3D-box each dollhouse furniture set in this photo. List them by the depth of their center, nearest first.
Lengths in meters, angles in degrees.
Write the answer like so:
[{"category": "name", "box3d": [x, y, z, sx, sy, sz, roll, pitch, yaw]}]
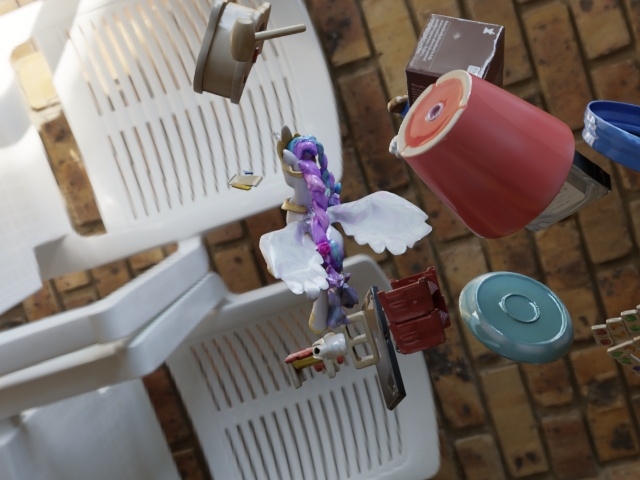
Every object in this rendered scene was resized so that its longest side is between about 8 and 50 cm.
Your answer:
[{"category": "dollhouse furniture set", "box3d": [0.106, 0.199, 1.765, 0.201, 0.374, 0.152, -23, 93, -78]}]

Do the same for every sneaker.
[{"category": "sneaker", "box3d": [0.010, 0.212, 1.504, 0.152, 0.061, 0.053, 126, -50, -75]}]

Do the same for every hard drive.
[{"category": "hard drive", "box3d": [0.482, -0.156, 1.784, 0.339, 0.237, 0.064, 29, 50, -25]}]

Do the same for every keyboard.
[{"category": "keyboard", "box3d": [0.173, 0.260, 1.964, 0.201, 0.033, 0.317, 110, -28, -55]}]

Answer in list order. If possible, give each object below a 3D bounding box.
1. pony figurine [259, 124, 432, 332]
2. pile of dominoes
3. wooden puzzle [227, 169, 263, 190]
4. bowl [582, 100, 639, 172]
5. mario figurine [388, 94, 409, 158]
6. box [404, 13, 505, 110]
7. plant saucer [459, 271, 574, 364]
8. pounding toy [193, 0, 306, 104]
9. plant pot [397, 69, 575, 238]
[{"category": "pony figurine", "box3d": [0.000, 0.000, 1.434, 0.351, 0.303, 0.363, 51, -27, 39]}, {"category": "pile of dominoes", "box3d": [0.613, 0.174, 1.319, 0.196, 0.251, 0.040, 32, 47, -20]}, {"category": "wooden puzzle", "box3d": [-0.183, -0.144, 1.846, 0.116, 0.079, 0.014, -52, 148, -60]}, {"category": "bowl", "box3d": [0.789, -0.217, 1.734, 0.391, 0.392, 0.077, -80, -176, -64]}, {"category": "mario figurine", "box3d": [0.298, -0.252, 1.942, 0.320, 0.170, 0.198, 59, -23, 8]}, {"category": "box", "box3d": [0.294, -0.347, 1.639, 0.168, 0.167, 0.203, -64, 158, -23]}, {"category": "plant saucer", "box3d": [0.529, 0.191, 2.017, 0.317, 0.318, 0.043, -94, -166, -46]}, {"category": "pounding toy", "box3d": [-0.115, -0.306, 1.252, 0.269, 0.155, 0.154, -80, -173, -65]}, {"category": "plant pot", "box3d": [0.299, -0.178, 1.447, 0.243, 0.275, 0.274, 33, 31, -23]}]
